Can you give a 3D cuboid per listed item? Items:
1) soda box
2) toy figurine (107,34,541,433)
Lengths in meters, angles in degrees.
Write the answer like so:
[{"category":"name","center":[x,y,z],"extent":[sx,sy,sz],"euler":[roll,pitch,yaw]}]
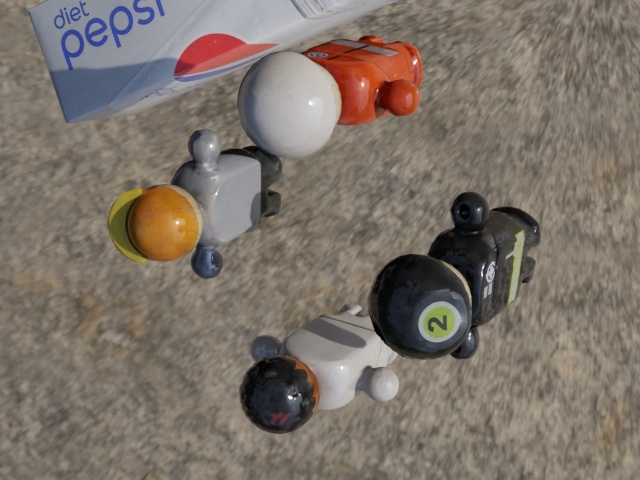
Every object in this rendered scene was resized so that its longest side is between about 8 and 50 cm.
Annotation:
[{"category":"soda box","center":[-0.072,-0.179,0.972],"extent":[0.286,0.091,0.098],"euler":[-18,91,27]},{"category":"toy figurine","center":[0.000,0.000,0.791],"extent":[0.209,0.148,0.213],"euler":[-35,87,36]}]
